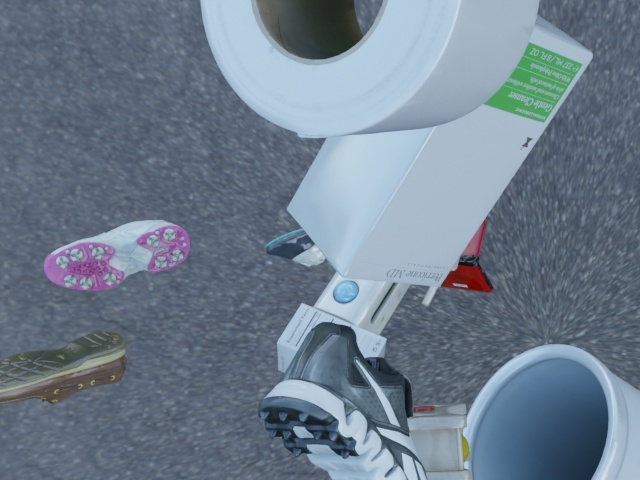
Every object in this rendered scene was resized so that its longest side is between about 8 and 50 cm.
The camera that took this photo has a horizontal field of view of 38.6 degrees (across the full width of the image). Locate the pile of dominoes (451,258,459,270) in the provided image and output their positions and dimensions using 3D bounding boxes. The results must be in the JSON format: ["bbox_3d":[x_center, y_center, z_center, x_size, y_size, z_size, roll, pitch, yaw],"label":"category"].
[{"bbox_3d":[0.203,-0.101,1.557,0.196,0.040,0.251,31,66,-26],"label":"pile of dominoes"}]

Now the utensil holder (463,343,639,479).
[{"bbox_3d":[0.484,0.403,1.557,0.386,0.327,0.327,31,92,-26],"label":"utensil holder"}]

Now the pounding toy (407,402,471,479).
[{"bbox_3d":[0.131,0.292,1.179,0.154,0.269,0.154,-3,84,-11],"label":"pounding toy"}]

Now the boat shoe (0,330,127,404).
[{"bbox_3d":[-0.300,0.156,1.022,0.064,0.178,0.060,31,128,51],"label":"boat shoe"}]

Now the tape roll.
[{"bbox_3d":[0.043,-0.213,0.779,0.246,0.169,0.246,6,101,32],"label":"tape roll"}]

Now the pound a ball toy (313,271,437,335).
[{"bbox_3d":[0.152,0.064,1.962,0.208,0.135,0.319,19,65,35],"label":"pound a ball toy"}]

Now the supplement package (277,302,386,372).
[{"bbox_3d":[0.020,0.215,1.721,0.179,0.105,0.105,21,55,16],"label":"supplement package"}]

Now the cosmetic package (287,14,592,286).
[{"bbox_3d":[0.140,-0.130,1.145,0.155,0.197,0.365,49,121,39],"label":"cosmetic package"}]

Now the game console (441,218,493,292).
[{"bbox_3d":[0.269,0.025,1.743,0.144,0.124,0.085,5,48,52],"label":"game console"}]

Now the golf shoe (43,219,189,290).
[{"bbox_3d":[-0.441,0.026,1.972,0.307,0.140,0.115,-11,112,-16],"label":"golf shoe"}]

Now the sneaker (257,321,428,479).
[{"bbox_3d":[0.041,0.145,0.677,0.078,0.234,0.106,-5,46,32],"label":"sneaker"}]

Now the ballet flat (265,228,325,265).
[{"bbox_3d":[0.000,0.000,1.512,0.074,0.203,0.074,23,124,37],"label":"ballet flat"}]
